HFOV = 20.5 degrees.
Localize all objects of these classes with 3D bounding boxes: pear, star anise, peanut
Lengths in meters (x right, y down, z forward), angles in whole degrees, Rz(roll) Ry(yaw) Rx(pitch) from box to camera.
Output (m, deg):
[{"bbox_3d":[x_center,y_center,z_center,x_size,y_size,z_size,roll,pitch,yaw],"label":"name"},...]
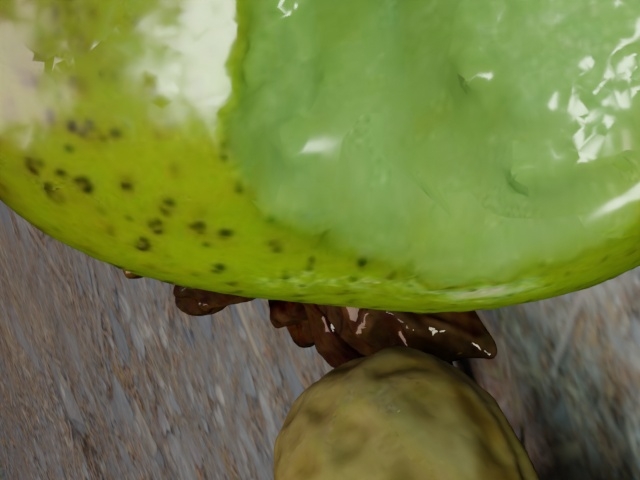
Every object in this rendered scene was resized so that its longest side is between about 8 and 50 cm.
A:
[{"bbox_3d":[-0.001,-0.095,0.559,0.159,0.292,0.292,-133,28,-68],"label":"pear"},{"bbox_3d":[0.006,0.003,0.841,0.196,0.111,0.212,43,126,8],"label":"star anise"},{"bbox_3d":[0.082,0.162,0.705,0.305,0.147,0.147,38,145,37],"label":"peanut"}]
